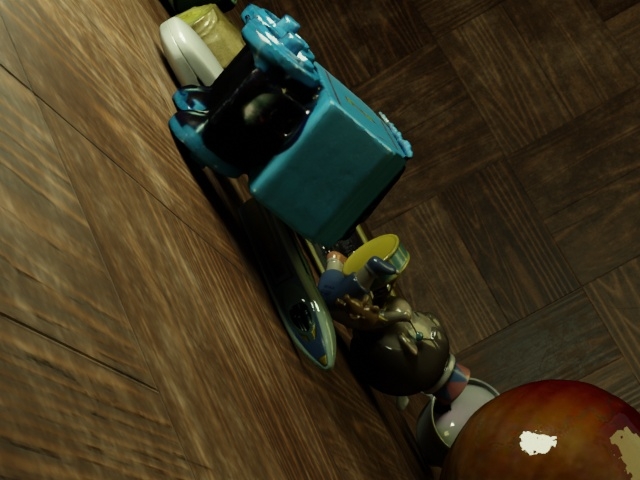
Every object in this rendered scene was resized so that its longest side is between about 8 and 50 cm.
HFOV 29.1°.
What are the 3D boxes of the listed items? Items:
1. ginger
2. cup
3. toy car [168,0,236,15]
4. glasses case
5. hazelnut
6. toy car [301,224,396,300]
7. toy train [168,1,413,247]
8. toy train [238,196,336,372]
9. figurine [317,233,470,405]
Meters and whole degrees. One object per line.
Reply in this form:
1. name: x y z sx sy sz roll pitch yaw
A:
1. ginger: -0.124 -0.229 1.816 0.109 0.116 0.263 -15 -65 53
2. cup: 0.205 0.307 2.025 0.142 0.173 0.134 118 -21 -62
3. toy car: -0.195 -0.419 2.000 0.306 0.136 0.125 -62 137 -85
4. glasses case: -0.146 -0.198 1.657 0.233 0.059 0.092 56 6 -39
5. hazelnut: 0.346 0.411 1.794 0.359 0.359 0.409 -27 93 -85
6. toy car: 0.031 0.012 2.027 0.256 0.101 0.124 63 1 8
7. toy train: -0.033 -0.137 1.476 0.265 0.188 0.300 38 11 -14
8. toy train: -0.035 0.047 1.439 0.048 0.055 0.252 55 7 -50
9. figurine: 0.110 0.130 1.813 0.161 0.158 0.275 15 -39 60
